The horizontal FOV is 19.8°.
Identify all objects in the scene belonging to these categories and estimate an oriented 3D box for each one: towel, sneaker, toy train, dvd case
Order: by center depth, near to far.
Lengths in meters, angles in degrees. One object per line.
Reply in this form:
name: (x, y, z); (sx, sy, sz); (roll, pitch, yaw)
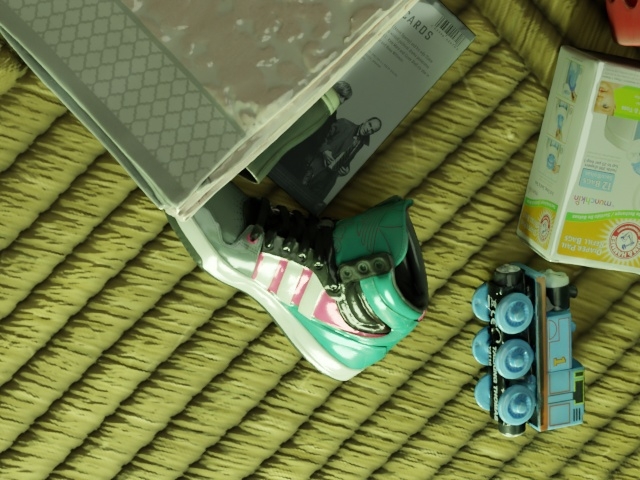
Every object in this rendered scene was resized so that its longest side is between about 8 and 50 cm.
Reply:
towel: (-0.124, -0.237, 1.627); (0.317, 0.053, 0.332); (-44, 83, 2)
sneaker: (-0.100, -0.161, 1.674); (0.222, 0.083, 0.118); (42, 77, 5)
sneaker: (0.000, 0.000, 1.728); (0.178, 0.124, 0.295); (-31, 121, 28)
dvd case: (0.009, -0.166, 1.767); (0.179, 0.029, 0.239); (41, 92, -20)
toy train: (0.214, 0.110, 1.872); (0.105, 0.080, 0.184); (-8, 105, -21)

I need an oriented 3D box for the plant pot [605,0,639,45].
plant pot: (0.361, -0.285, 1.742); (0.191, 0.191, 0.174); (-11, 99, -11)

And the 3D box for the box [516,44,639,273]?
box: (0.282, -0.079, 1.819); (0.114, 0.103, 0.203); (10, 103, -16)
